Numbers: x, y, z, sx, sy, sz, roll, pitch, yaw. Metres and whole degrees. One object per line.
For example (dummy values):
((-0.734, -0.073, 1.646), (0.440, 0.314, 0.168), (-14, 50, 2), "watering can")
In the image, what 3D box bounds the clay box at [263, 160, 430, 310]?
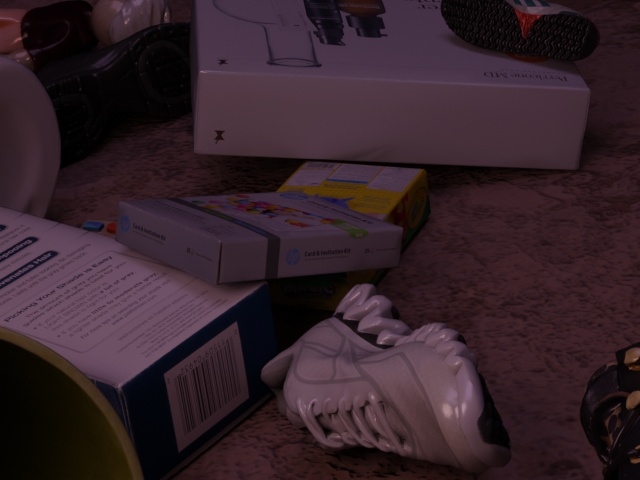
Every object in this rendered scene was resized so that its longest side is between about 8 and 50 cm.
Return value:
((0.000, 0.000, 1.530), (0.127, 0.053, 0.222), (5, 31, 25), "clay box")

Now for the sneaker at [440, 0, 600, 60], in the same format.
((0.199, -0.212, 1.686), (0.161, 0.057, 0.075), (15, 11, 16), "sneaker")

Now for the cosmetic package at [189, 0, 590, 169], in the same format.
((0.057, -0.175, 1.737), (0.377, 0.097, 0.284), (2, 29, -7), "cosmetic package")

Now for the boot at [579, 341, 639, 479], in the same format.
((0.182, 0.180, 1.045), (0.377, 0.138, 0.284), (0, 29, 7), "boot")

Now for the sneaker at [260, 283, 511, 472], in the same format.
((0.044, 0.116, 1.229), (0.118, 0.110, 0.292), (-26, 14, -14), "sneaker")

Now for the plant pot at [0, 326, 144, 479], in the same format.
((-0.285, 0.161, 1.112), (0.274, 0.275, 0.293), (-18, 14, -20), "plant pot")

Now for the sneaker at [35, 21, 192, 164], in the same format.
((-0.240, -0.175, 1.880), (0.286, 0.109, 0.130), (-24, 25, -32), "sneaker")

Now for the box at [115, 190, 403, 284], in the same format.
((-0.049, -0.005, 1.383), (0.186, 0.038, 0.145), (-3, 15, -39), "box")

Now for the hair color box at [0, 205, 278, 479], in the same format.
((-0.220, 0.076, 1.383), (0.347, 0.105, 0.174), (15, 35, 36), "hair color box")

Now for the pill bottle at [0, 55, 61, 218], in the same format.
((-0.452, -0.093, 1.660), (0.361, 0.204, 0.204), (9, 31, 27), "pill bottle")

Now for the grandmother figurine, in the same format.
((-0.345, -0.249, 2.052), (0.342, 0.104, 0.208), (-5, 36, 10), "grandmother figurine")

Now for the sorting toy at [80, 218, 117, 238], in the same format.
((-0.198, -0.006, 1.635), (0.083, 0.012, 0.062), (4, 29, 21), "sorting toy")
